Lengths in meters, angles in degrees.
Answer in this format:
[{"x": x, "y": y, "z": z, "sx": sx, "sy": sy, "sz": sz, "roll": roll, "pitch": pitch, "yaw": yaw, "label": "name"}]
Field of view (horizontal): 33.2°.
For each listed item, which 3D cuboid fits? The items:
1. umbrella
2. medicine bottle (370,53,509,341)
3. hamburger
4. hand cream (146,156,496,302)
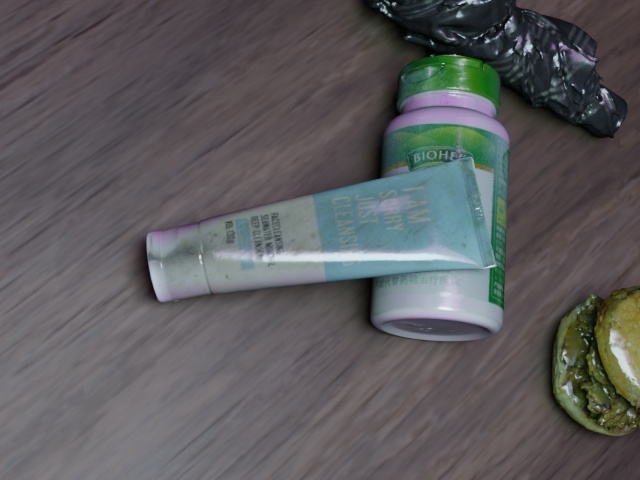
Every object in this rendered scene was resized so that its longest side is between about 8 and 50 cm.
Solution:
[{"x": 0.211, "y": -0.221, "z": 1.147, "sx": 0.336, "sy": 0.154, "sz": 0.128, "roll": 26, "pitch": 78, "yaw": -13, "label": "umbrella"}, {"x": 0.123, "y": -0.043, "z": 1.082, "sx": 0.133, "sy": 0.133, "sz": 0.274, "roll": 11, "pitch": 72, "yaw": -19, "label": "medicine bottle"}, {"x": 0.329, "y": 0.124, "z": 1.130, "sx": 0.184, "sy": 0.131, "sz": 0.159, "roll": -19, "pitch": 76, "yaw": -31, "label": "hamburger"}, {"x": 0.000, "y": 0.000, "z": 0.990, "sx": 0.312, "sy": 0.070, "sz": 0.111, "roll": -12, "pitch": 71, "yaw": 1, "label": "hand cream"}]
